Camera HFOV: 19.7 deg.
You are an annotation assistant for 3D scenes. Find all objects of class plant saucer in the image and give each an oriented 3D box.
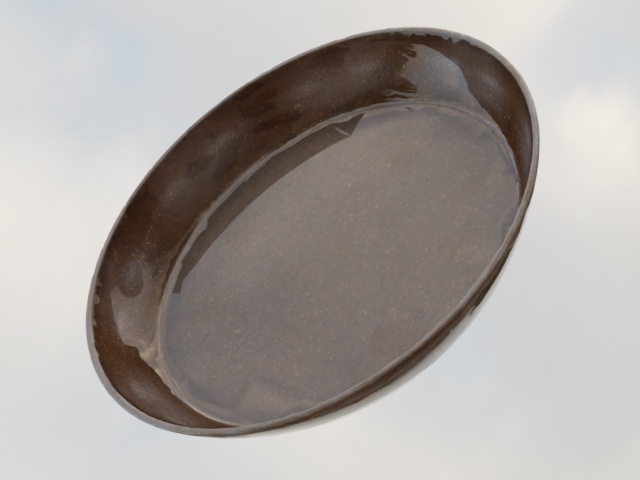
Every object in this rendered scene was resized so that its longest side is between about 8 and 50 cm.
[{"bbox_3d":[0.000,0.000,0.606,0.168,0.168,0.029,-40,-51,0],"label":"plant saucer"}]
